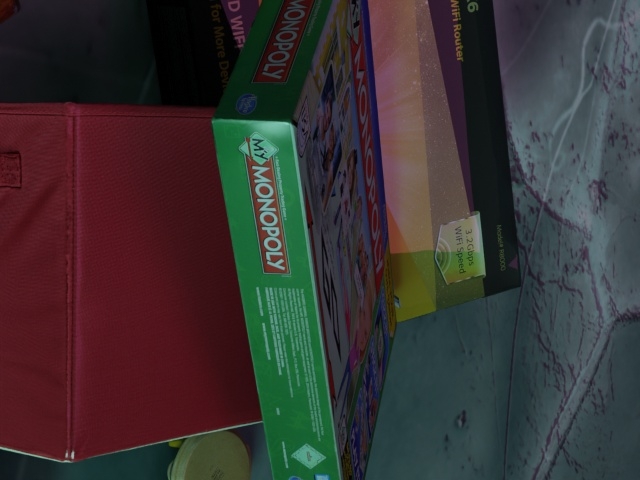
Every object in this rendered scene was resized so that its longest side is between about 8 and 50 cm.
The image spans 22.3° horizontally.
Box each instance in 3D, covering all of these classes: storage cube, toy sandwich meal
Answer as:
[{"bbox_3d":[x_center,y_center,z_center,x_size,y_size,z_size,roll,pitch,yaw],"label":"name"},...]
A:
[{"bbox_3d":[-0.148,0.014,0.965,0.215,0.183,0.193,-6,98,-53],"label":"storage cube"},{"bbox_3d":[-0.083,0.169,1.184,0.085,0.029,0.086,-6,99,-46],"label":"toy sandwich meal"}]

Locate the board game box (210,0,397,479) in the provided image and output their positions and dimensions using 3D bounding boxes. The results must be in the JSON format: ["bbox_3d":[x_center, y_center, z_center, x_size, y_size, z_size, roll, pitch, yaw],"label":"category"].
[{"bbox_3d":[0.000,0.000,0.974,0.213,0.046,0.317,-73,161,-49],"label":"board game box"}]

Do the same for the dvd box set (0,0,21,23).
[{"bbox_3d":[-0.358,-0.154,0.787,0.420,0.062,0.308,-44,125,-41],"label":"dvd box set"}]

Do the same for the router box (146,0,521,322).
[{"bbox_3d":[0.013,-0.089,1.175,0.243,0.081,0.309,-15,106,-26],"label":"router box"}]
